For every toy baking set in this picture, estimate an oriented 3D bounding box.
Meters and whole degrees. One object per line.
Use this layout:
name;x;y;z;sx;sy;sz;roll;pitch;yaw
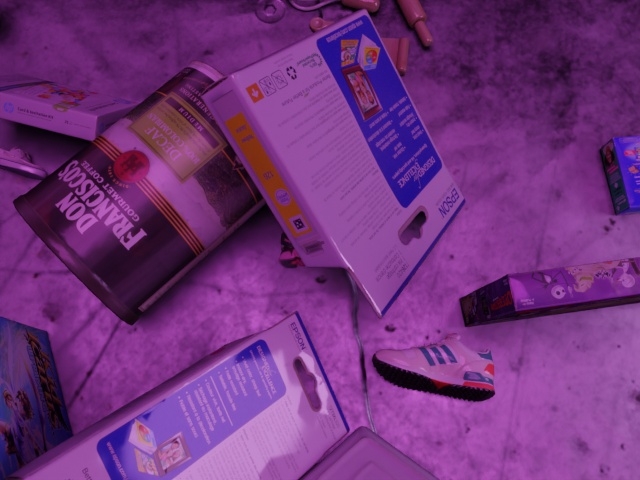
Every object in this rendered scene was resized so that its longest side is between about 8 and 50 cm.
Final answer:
toy baking set;0.054;-0.361;0.997;0.197;0.030;0.256;-16;75;-7

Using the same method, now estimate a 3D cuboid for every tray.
tray;0.102;0.310;0.712;0.270;0.030;0.145;28;42;35

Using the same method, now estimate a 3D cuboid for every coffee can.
coffee can;-0.200;-0.061;0.810;0.275;0.201;0.201;-43;80;-13

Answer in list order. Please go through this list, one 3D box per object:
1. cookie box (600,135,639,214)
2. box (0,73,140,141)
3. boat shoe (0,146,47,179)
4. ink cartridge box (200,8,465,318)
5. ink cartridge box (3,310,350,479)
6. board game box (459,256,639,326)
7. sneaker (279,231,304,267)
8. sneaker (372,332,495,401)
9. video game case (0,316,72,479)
cookie box;0.464;-0.095;0.929;0.092;0.040;0.107;-5;74;-4
box;-0.360;-0.182;0.873;0.186;0.145;0.038;15;109;2
boat shoe;-0.426;-0.114;0.905;0.100;0.035;0.035;17;76;10
ink cartridge box;0.041;-0.105;0.803;0.303;0.072;0.307;-44;111;-47
ink cartridge box;-0.127;0.232;0.713;0.371;0.069;0.175;-27;96;-43
board game box;0.368;0.055;0.796;0.347;0.208;0.056;-7;74;-4
sneaker;0.000;0.000;0.885;0.120;0.047;0.057;-7;63;-6
sneaker;0.149;0.155;0.843;0.161;0.057;0.075;13;57;3
video game case;-0.338;0.214;0.701;0.061;0.244;0.269;-19;76;-7
